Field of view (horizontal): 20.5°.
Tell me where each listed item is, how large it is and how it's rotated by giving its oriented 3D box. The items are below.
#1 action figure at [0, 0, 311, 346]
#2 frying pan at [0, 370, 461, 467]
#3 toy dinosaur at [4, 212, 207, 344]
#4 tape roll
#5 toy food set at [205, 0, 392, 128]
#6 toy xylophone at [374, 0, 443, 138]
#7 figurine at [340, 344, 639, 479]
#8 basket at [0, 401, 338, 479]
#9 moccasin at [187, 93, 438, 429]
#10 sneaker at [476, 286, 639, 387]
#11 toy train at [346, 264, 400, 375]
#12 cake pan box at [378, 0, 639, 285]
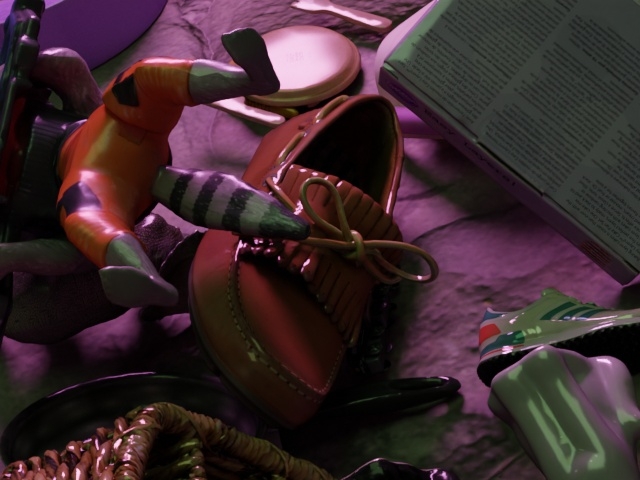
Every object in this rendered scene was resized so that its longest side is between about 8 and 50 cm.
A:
[{"bbox_3d":[-0.171,-0.003,1.292,0.330,0.178,0.341,4,78,58],"label":"action figure"},{"bbox_3d":[-0.080,0.136,1.333,0.326,0.053,0.197,-14,24,-26],"label":"frying pan"},{"bbox_3d":[-0.195,0.027,1.458,0.313,0.121,0.160,-9,27,7],"label":"toy dinosaur"},{"bbox_3d":[-0.302,-0.272,1.874,0.275,0.090,0.275,-13,39,10],"label":"tape roll"},{"bbox_3d":[-0.025,-0.159,1.671,0.132,0.038,0.192,23,50,32],"label":"toy food set"},{"bbox_3d":[0.192,-0.200,1.531,0.322,0.081,0.236,-34,19,-14],"label":"toy xylophone"},{"bbox_3d":[0.136,0.199,1.084,0.215,0.092,0.209,-36,57,11],"label":"figurine"},{"bbox_3d":[-0.062,0.235,1.081,0.223,0.213,0.299,-20,39,2],"label":"basket"},{"bbox_3d":[0.002,0.002,1.345,0.147,0.139,0.380,-36,13,27],"label":"moccasin"},{"bbox_3d":[0.191,0.060,1.298,0.161,0.057,0.075,-13,45,14],"label":"sneaker"},{"bbox_3d":[0.040,0.053,1.386,0.036,0.027,0.158,-15,31,16],"label":"toy train"},{"bbox_3d":[0.212,-0.140,1.355,0.267,0.070,0.246,39,79,5],"label":"cake pan box"}]
